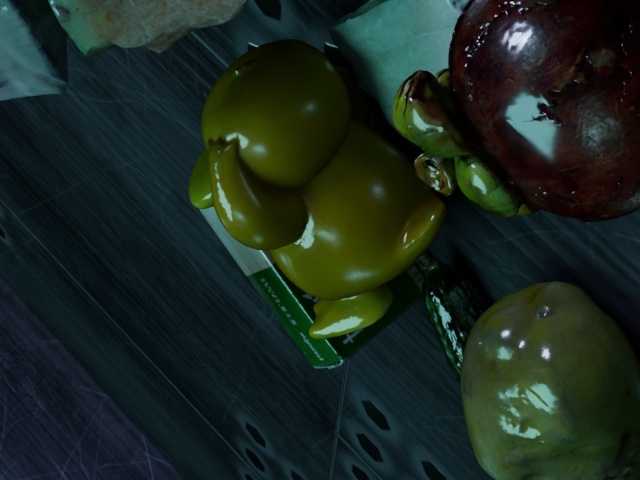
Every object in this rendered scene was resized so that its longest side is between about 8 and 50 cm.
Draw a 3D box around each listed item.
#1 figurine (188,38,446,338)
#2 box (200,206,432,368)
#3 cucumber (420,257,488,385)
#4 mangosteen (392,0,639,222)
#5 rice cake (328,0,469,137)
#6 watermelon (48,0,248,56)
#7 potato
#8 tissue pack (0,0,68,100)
[{"bbox_3d":[-0.003,-0.051,1.240,0.228,0.215,0.215,35,161,-10],"label":"figurine"},{"bbox_3d":[0.000,0.000,1.385,0.199,0.135,0.081,53,158,-4],"label":"box"},{"bbox_3d":[0.165,0.139,1.368,0.294,0.067,0.067,58,158,-11],"label":"cucumber"},{"bbox_3d":[0.137,-0.083,0.918,0.166,0.180,0.166,59,-169,-19],"label":"mangosteen"},{"bbox_3d":[0.082,-0.137,1.136,0.124,0.038,0.211,54,159,-7],"label":"rice cake"},{"bbox_3d":[-0.099,-0.290,1.071,0.250,0.283,0.292,44,136,-19],"label":"watermelon"},{"bbox_3d":[0.188,0.127,1.212,0.154,0.137,0.200,-1,130,26],"label":"potato"},{"bbox_3d":[-0.283,-0.330,1.127,0.288,0.124,0.394,75,-173,-73],"label":"tissue pack"}]
